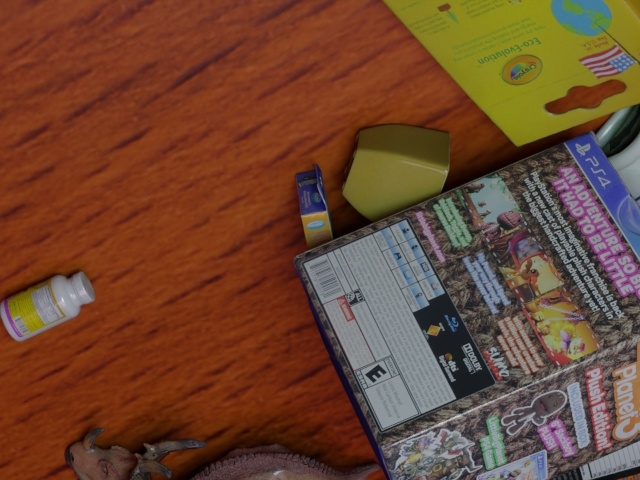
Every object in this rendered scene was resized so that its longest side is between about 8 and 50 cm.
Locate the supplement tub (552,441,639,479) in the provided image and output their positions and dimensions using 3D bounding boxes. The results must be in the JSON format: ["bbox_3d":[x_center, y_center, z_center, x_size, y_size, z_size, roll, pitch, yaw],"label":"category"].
[{"bbox_3d":[0.248,0.152,1.814,0.338,0.207,0.207,-16,120,3],"label":"supplement tub"}]

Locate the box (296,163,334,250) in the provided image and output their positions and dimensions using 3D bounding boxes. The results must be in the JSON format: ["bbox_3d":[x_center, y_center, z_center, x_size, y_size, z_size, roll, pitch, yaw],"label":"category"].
[{"bbox_3d":[0.000,0.000,1.775,0.028,0.081,0.136,-12,120,2],"label":"box"}]

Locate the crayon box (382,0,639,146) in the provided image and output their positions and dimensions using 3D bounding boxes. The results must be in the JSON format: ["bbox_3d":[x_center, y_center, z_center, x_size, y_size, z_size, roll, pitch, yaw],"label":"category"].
[{"bbox_3d":[0.150,-0.229,1.607,0.202,0.081,0.318,-17,127,43],"label":"crayon box"}]

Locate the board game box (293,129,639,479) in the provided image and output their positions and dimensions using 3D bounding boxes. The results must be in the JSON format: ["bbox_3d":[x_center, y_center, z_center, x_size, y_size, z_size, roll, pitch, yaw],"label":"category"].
[{"bbox_3d":[0.158,0.077,1.670,0.291,0.232,0.141,-23,137,-2],"label":"board game box"}]

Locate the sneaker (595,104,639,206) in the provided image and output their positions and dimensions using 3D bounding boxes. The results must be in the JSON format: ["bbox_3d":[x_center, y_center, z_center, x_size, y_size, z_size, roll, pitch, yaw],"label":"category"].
[{"bbox_3d":[0.326,-0.136,1.721,0.091,0.094,0.258,23,116,-23],"label":"sneaker"}]

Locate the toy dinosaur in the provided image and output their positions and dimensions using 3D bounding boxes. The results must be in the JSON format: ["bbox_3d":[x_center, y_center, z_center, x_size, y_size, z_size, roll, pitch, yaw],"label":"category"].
[{"bbox_3d":[-0.086,0.246,1.891,0.296,0.127,0.200,-17,113,-2],"label":"toy dinosaur"}]

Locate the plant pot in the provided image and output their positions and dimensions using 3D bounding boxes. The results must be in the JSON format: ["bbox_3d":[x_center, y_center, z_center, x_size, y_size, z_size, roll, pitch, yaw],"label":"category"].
[{"bbox_3d":[0.065,-0.059,1.751,0.083,0.081,0.081,16,117,-5],"label":"plant pot"}]

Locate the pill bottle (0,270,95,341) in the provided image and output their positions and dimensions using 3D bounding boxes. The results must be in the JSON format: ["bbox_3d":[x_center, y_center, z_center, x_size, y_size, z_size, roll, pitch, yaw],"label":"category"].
[{"bbox_3d":[-0.253,0.059,1.806,0.083,0.043,0.043,-24,119,8],"label":"pill bottle"}]
